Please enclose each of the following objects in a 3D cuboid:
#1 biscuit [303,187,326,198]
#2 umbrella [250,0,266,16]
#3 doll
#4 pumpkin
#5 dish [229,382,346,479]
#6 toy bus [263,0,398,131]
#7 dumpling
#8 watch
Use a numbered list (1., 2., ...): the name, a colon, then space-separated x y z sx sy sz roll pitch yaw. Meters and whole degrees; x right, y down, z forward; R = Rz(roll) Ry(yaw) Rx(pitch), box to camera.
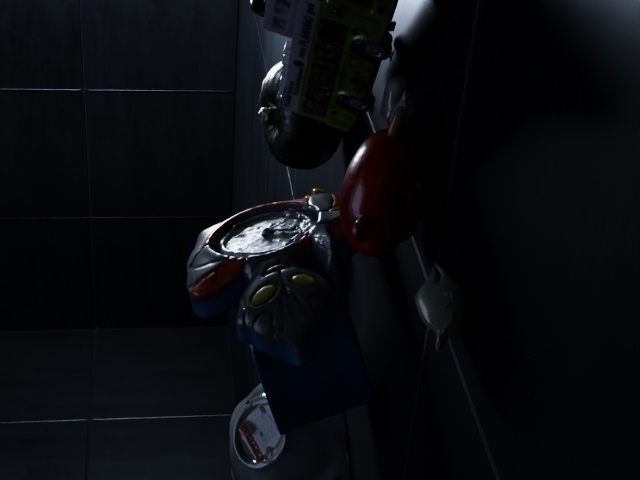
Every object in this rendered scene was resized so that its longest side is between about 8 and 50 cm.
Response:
1. biscuit: 0.002 0.000 1.721 0.240 0.035 0.158 -109 22 -63
2. umbrella: -0.073 -0.485 1.892 0.110 0.122 0.272 100 166 -54
3. doll: 0.069 -0.065 1.133 0.217 0.085 0.183 -69 -12 -64
4. pumpkin: -0.028 -0.188 1.607 0.167 0.125 0.167 -170 90 -81
5. dish: -0.071 0.292 1.655 0.081 0.229 0.229 25 -125 -51
6. toy bus: 0.013 -0.225 1.204 0.301 0.139 0.113 108 180 -72
7. dumpling: 0.109 0.062 0.997 0.059 0.043 0.077 71 175 -59
8. watch: -0.020 0.115 1.375 0.305 0.242 0.274 -110 4 -59
